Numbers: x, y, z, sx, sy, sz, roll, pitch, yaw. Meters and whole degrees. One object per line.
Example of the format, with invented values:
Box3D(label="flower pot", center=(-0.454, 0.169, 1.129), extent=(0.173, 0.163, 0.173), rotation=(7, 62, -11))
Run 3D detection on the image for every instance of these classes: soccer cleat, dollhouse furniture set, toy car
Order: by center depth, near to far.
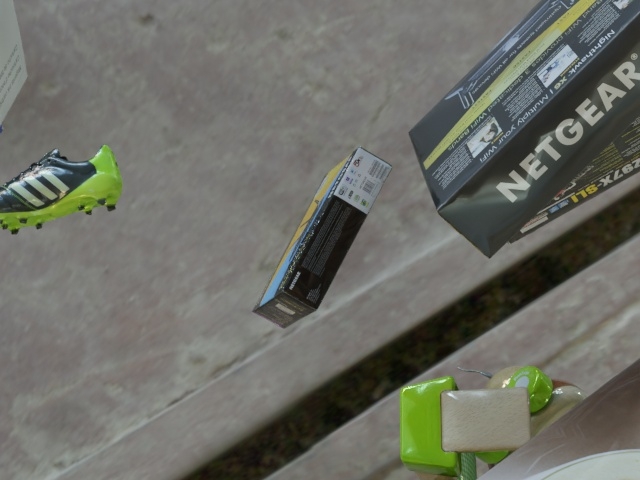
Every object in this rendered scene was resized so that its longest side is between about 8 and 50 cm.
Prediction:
Box3D(label="dollhouse furniture set", center=(0.184, 0.278, 1.462), extent=(0.151, 0.301, 0.197), rotation=(-5, 63, 12))
Box3D(label="soccer cleat", center=(-0.294, -0.053, 1.477), extent=(0.179, 0.060, 0.072), rotation=(-12, 74, 5))
Box3D(label="toy car", center=(0.237, 0.213, 1.724), extent=(0.155, 0.188, 0.149), rotation=(38, 91, -30))

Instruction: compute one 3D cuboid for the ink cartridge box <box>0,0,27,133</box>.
Box3D(label="ink cartridge box", center=(-0.450, -0.182, 1.760), extent=(0.071, 0.330, 0.324), rotation=(2, 40, 9))

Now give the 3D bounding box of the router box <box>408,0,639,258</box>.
Box3D(label="router box", center=(0.234, -0.154, 1.430), extent=(0.081, 0.243, 0.309), rotation=(40, 106, -17))

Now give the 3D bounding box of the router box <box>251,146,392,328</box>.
Box3D(label="router box", center=(0.000, 0.000, 1.485), extent=(0.046, 0.133, 0.179), rotation=(31, 71, -8))

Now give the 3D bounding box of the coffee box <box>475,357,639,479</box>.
Box3D(label="coffee box", center=(0.105, 0.134, 0.443), extent=(0.246, 0.141, 0.098), rotation=(-32, 126, -22))

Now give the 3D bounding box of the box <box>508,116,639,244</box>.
Box3D(label="box", center=(0.349, -0.134, 1.940), extent=(0.322, 0.257, 0.079), rotation=(-31, 66, 13))
